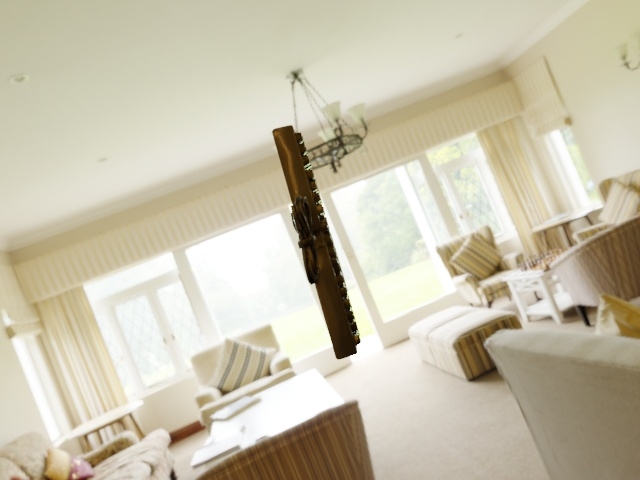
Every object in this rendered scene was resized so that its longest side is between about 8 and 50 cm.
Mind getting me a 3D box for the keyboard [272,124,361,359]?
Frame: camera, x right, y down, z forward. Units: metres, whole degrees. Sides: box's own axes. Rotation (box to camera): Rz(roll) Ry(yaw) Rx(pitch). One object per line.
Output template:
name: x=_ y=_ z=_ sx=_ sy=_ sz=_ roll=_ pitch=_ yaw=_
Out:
keyboard: x=0.000 y=0.000 z=0.428 sx=0.023 sy=0.180 sz=0.108 roll=-17 pitch=-4 yaw=9
